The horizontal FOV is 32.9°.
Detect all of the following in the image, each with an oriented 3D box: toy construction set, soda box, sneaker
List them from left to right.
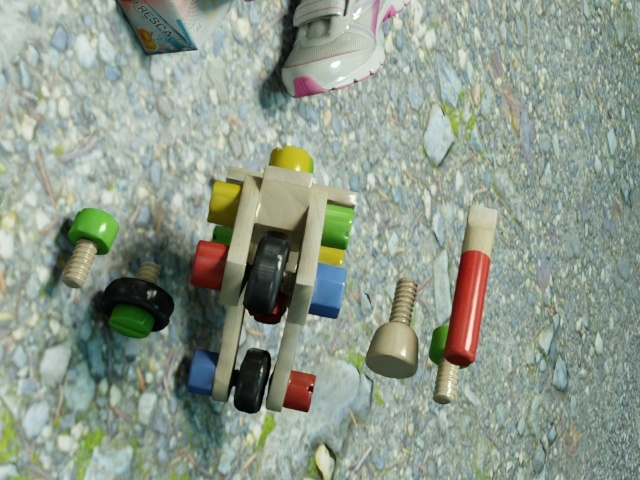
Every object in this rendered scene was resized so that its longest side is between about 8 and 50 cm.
[{"bbox_3d":[-0.101,-0.239,0.953,0.183,0.058,0.063,-60,137,-38],"label":"soda box"},{"bbox_3d":[0.000,0.000,0.915,0.257,0.308,0.237,62,36,-50],"label":"toy construction set"},{"bbox_3d":[0.014,-0.242,1.112,0.111,0.103,0.252,60,36,-34],"label":"sneaker"}]
